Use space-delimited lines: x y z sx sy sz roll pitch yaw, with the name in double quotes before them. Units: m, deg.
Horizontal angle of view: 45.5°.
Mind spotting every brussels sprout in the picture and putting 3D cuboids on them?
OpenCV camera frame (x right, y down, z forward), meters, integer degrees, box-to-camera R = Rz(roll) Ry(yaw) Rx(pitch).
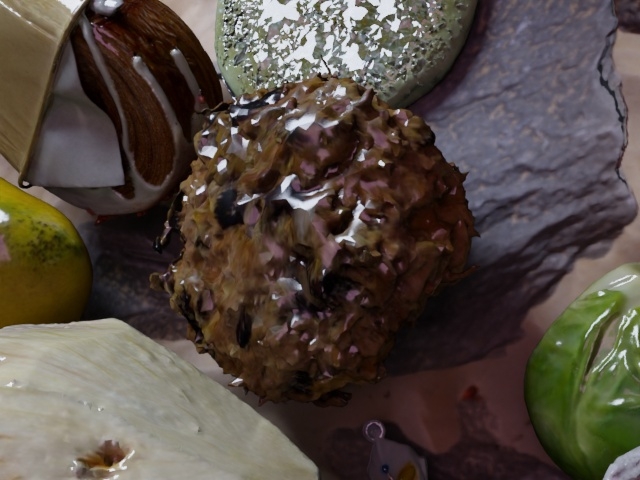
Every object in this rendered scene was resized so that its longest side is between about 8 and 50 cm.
"brussels sprout" 0.209 0.095 0.497 0.155 0.118 0.155 3 97 28

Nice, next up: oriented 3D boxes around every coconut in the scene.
"coconut" -0.177 0.231 0.490 0.416 0.345 0.415 -5 77 23

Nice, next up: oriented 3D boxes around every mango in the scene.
"mango" -0.337 0.013 0.690 0.317 0.211 0.173 14 43 24

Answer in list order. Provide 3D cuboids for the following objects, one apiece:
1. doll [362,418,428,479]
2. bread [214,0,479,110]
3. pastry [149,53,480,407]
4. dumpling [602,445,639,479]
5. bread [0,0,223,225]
"doll" 0.091 0.230 0.542 0.114 0.057 0.227 -42 69 13
"bread" 0.014 -0.220 0.703 0.267 0.040 0.266 -6 74 20
"pastry" 0.000 0.000 0.584 0.275 0.193 0.274 -2 87 44
"dumpling" 0.205 0.223 0.416 0.205 0.163 0.292 15 83 8
"bread" -0.193 -0.129 0.673 0.212 0.142 0.224 33 131 -5
